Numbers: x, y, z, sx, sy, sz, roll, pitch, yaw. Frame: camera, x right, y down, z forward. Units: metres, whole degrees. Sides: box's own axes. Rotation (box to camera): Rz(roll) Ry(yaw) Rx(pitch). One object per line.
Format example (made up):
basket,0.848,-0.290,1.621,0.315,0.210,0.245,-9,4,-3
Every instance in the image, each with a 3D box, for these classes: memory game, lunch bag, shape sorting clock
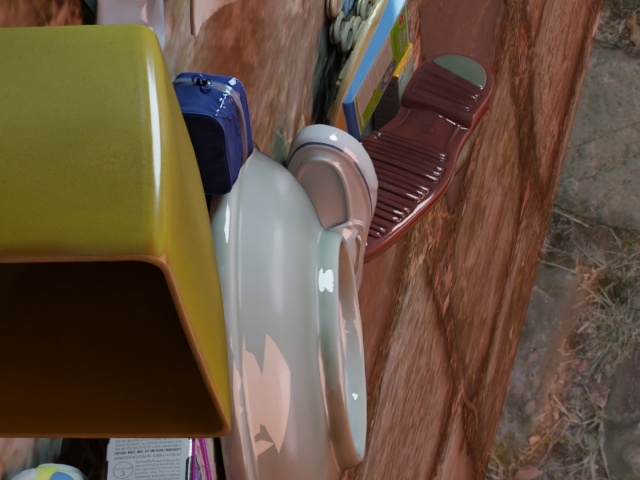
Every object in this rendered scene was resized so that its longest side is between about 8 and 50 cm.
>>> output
memory game,0.038,-0.293,2.009,0.186,0.012,0.186,11,90,-75
lunch bag,-0.096,-0.094,1.535,0.065,0.067,0.098,-65,158,-46
shape sorting clock,0.050,-0.193,2.028,0.206,0.040,0.206,-60,169,-19

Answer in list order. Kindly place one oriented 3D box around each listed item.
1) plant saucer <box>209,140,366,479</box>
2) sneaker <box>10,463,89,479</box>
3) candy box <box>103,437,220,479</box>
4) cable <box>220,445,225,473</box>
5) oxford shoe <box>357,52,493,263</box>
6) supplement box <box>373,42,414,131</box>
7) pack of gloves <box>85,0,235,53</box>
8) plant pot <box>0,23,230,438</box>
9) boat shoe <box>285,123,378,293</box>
plant saucer,-0.019,0.101,1.680,0.400,0.100,0.401,-6,90,-84
sneaker,-0.184,0.232,1.309,0.240,0.126,0.091,-41,139,-66
candy box,-0.122,0.157,1.475,0.159,0.071,0.233,84,4,-46
cable,-0.064,0.182,1.830,0.287,0.072,0.139,80,20,-53
oxford shoe,0.101,-0.067,2.133,0.348,0.123,0.130,-49,156,-37
supplement box,0.088,-0.182,2.217,0.098,0.036,0.062,84,23,-47
pack of gloves,-0.104,-0.222,1.367,0.195,0.046,0.232,-49,150,-33
plant pot,-0.165,-0.013,1.105,0.212,0.212,0.187,76,15,-57
boat shoe,0.000,0.000,1.921,0.268,0.096,0.088,96,8,-47
